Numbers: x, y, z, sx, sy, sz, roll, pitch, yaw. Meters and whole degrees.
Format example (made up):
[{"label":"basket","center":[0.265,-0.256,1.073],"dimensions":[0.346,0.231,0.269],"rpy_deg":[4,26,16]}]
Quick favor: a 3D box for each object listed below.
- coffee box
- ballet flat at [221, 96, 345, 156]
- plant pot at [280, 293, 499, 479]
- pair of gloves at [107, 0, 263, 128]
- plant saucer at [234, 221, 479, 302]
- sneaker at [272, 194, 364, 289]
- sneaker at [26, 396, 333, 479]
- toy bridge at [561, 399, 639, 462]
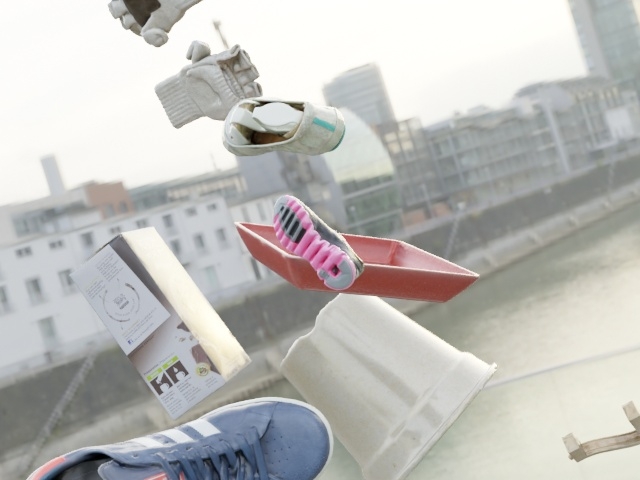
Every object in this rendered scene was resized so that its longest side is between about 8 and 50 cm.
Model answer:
[{"label":"coffee box","center":[-0.264,0.132,1.752],"dimensions":[0.119,0.297,0.168],"rpy_deg":[-37,-2,12]},{"label":"ballet flat","center":[-0.046,-0.104,0.901],"dimensions":[0.052,0.057,0.168],"rpy_deg":[22,-11,-39]},{"label":"plant pot","center":[0.105,0.258,1.930],"dimensions":[0.334,0.305,0.334],"rpy_deg":[-48,-10,-11]},{"label":"pair of gloves","center":[-0.190,-0.270,1.433],"dimensions":[0.204,0.240,0.042],"rpy_deg":[-6,24,42]},{"label":"plant saucer","center":[0.037,0.030,1.375],"dimensions":[0.258,0.048,0.259],"rpy_deg":[7,9,-21]},{"label":"sneaker","center":[0.000,0.000,1.074],"dimensions":[0.047,0.119,0.057],"rpy_deg":[-49,-15,29]},{"label":"sneaker","center":[-0.153,0.257,1.100],"dimensions":[0.350,0.131,0.148],"rpy_deg":[-17,-6,-4]},{"label":"toy bridge","center":[0.378,0.216,1.241],"dimensions":[0.188,0.026,0.063],"rpy_deg":[-31,-48,15]}]
